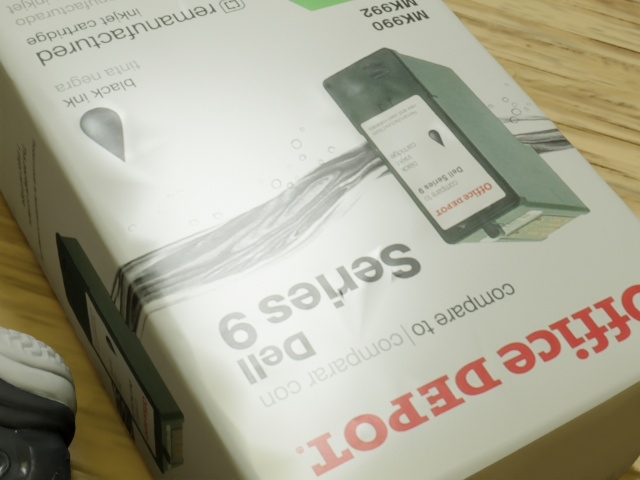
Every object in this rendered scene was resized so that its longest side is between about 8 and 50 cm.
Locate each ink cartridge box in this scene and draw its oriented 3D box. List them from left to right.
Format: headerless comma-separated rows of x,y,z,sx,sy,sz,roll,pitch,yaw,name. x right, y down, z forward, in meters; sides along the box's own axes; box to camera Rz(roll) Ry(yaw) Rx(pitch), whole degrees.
0.000,0.000,0.478,0.211,0.122,0.289,-22,60,-25,ink cartridge box

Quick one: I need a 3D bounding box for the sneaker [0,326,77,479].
-0.206,0.119,0.355,0.268,0.101,0.153,-8,52,-20,sneaker
